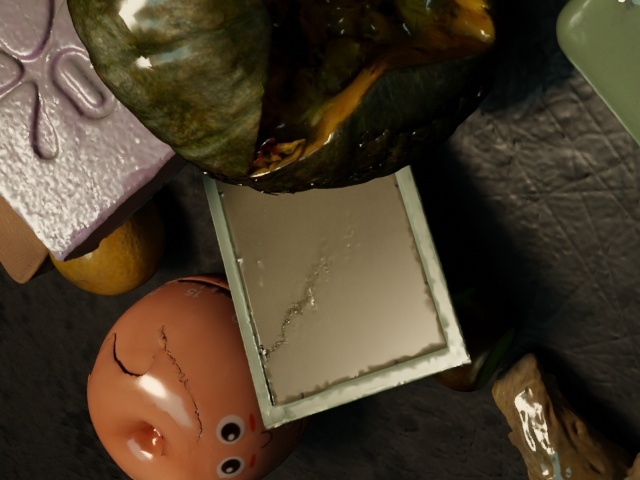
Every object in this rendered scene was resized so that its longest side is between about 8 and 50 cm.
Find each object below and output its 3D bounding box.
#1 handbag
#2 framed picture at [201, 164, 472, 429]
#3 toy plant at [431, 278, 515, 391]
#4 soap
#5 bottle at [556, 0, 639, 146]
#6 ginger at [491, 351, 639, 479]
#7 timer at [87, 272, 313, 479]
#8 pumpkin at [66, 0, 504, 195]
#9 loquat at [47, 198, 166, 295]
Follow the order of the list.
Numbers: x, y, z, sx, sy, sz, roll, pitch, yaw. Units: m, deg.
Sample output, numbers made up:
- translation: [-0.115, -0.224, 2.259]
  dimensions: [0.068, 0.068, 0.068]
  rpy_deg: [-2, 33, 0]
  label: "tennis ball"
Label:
- translation: [-0.389, -0.055, 1.174]
  dimensions: [0.193, 0.072, 0.151]
  rpy_deg: [56, 135, 3]
  label: "handbag"
- translation: [0.000, 0.000, 0.824]
  dimensions: [0.231, 0.018, 0.293]
  rpy_deg: [-24, 74, 34]
  label: "framed picture"
- translation: [0.089, 0.065, 0.830]
  dimensions: [0.162, 0.092, 0.093]
  rpy_deg: [31, 130, 23]
  label: "toy plant"
- translation: [-0.208, -0.182, 0.827]
  dimensions: [0.296, 0.107, 0.285]
  rpy_deg: [-43, 88, 10]
  label: "soap"
- translation: [0.303, -0.050, 0.540]
  dimensions: [0.347, 0.168, 0.168]
  rpy_deg: [51, 135, 1]
  label: "bottle"
- translation: [0.262, 0.204, 0.769]
  dimensions: [0.290, 0.084, 0.122]
  rpy_deg: [33, 135, 22]
  label: "ginger"
- translation: [-0.119, 0.152, 0.964]
  dimensions: [0.229, 0.215, 0.230]
  rpy_deg: [19, 124, 30]
  label: "timer"
- translation: [-0.019, -0.183, 0.638]
  dimensions: [0.192, 0.320, 0.321]
  rpy_deg: [26, 133, 58]
  label: "pumpkin"
- translation: [-0.238, -0.004, 1.034]
  dimensions: [0.141, 0.141, 0.141]
  rpy_deg: [19, 125, 31]
  label: "loquat"
